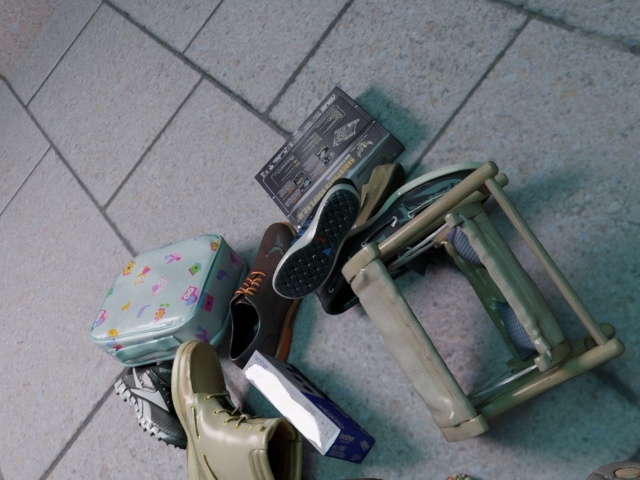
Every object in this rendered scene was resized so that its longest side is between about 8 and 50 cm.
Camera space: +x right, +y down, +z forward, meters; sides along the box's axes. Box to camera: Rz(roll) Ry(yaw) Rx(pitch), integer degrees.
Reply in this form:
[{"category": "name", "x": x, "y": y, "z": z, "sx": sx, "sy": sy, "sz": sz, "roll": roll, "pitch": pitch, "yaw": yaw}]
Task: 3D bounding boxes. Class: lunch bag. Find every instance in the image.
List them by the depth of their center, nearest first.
[{"category": "lunch bag", "x": -0.277, "y": 0.117, "z": 1.245, "sx": 0.279, "sy": 0.108, "sz": 0.224, "roll": -15, "pitch": 45, "yaw": 31}]

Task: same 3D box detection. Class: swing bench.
[{"category": "swing bench", "x": 0.182, "y": 0.082, "z": 0.848, "sx": 0.254, "sy": 0.165, "sz": 0.253, "roll": -36, "pitch": 79, "yaw": 16}]

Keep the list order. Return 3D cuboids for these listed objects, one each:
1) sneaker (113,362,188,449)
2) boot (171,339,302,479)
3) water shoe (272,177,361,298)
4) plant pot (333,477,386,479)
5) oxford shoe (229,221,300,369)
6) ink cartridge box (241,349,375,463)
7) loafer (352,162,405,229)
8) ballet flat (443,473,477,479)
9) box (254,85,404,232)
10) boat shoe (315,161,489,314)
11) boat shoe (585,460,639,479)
[{"category": "sneaker", "x": -0.282, "y": 0.275, "z": 1.218, "sx": 0.234, "sy": 0.078, "sz": 0.106, "roll": 29, "pitch": 90, "yaw": 44}, {"category": "boot", "x": -0.128, "y": 0.269, "z": 1.046, "sx": 0.203, "sy": 0.095, "sz": 0.262, "roll": -20, "pitch": 74, "yaw": 41}, {"category": "water shoe", "x": 0.000, "y": 0.000, "z": 1.025, "sx": 0.203, "sy": 0.072, "sz": 0.080, "roll": -55, "pitch": 10, "yaw": 21}, {"category": "plant pot", "x": -0.015, "y": 0.404, "z": 0.822, "sx": 0.256, "sy": 0.274, "sz": 0.257, "roll": -17, "pitch": 60, "yaw": 30}, {"category": "oxford shoe", "x": -0.092, "y": 0.086, "z": 1.152, "sx": 0.096, "sy": 0.098, "sz": 0.272, "roll": -9, "pitch": 65, "yaw": 34}, {"category": "ink cartridge box", "x": -0.021, "y": 0.245, "z": 1.024, "sx": 0.207, "sy": 0.097, "sz": 0.046, "roll": 34, "pitch": 91, "yaw": 41}, {"category": "loafer", "x": 0.090, "y": -0.062, "z": 1.125, "sx": 0.050, "sy": 0.056, "sz": 0.148, "roll": 14, "pitch": 67, "yaw": 41}, {"category": "ballet flat", "x": 0.184, "y": 0.393, "z": 0.809, "sx": 0.091, "sy": 0.077, "sz": 0.241, "roll": -22, "pitch": 56, "yaw": 18}, {"category": "box", "x": 0.010, "y": -0.137, "z": 1.217, "sx": 0.231, "sy": 0.056, "sz": 0.183, "roll": -48, "pitch": 50, "yaw": 8}, {"category": "boat shoe", "x": 0.117, "y": 0.010, "z": 1.018, "sx": 0.340, "sy": 0.127, "sz": 0.113, "roll": -29, "pitch": 55, "yaw": 25}, {"category": "boat shoe", "x": 0.331, "y": 0.404, "z": 0.661, "sx": 0.132, "sy": 0.130, "sz": 0.356, "roll": -8, "pitch": 58, "yaw": 30}]
